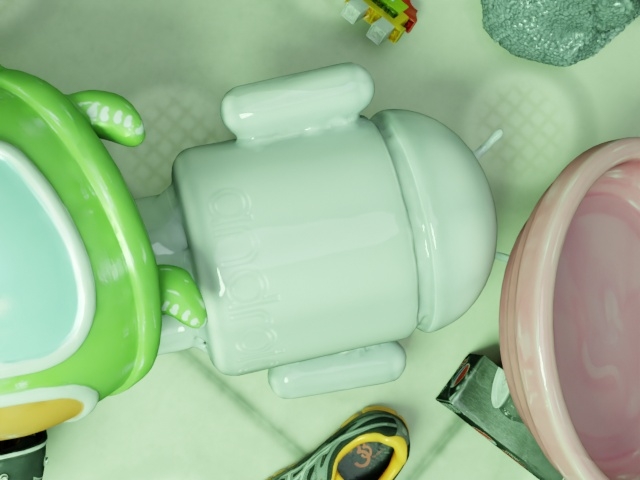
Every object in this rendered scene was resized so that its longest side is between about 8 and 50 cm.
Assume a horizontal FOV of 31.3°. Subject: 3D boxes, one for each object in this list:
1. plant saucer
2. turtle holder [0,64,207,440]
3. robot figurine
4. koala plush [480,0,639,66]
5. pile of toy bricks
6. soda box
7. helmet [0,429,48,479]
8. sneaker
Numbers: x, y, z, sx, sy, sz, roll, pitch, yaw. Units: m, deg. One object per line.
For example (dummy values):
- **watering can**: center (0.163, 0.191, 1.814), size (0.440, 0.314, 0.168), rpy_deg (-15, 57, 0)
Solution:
- **plant saucer**: center (0.269, 0.076, 1.020), size (0.332, 0.084, 0.332), rpy_deg (4, 84, -42)
- **turtle holder**: center (-0.249, -0.008, 0.800), size (0.227, 0.243, 0.320), rpy_deg (-28, 123, -39)
- **robot figurine**: center (0.000, 0.000, 0.987), size (0.354, 0.200, 0.299), rpy_deg (-13, 116, -8)
- **koala plush**: center (0.251, -0.264, 1.024), size (0.196, 0.221, 0.203), rpy_deg (44, 83, -4)
- **pile of toy bricks**: center (0.024, -0.294, 1.067), size (0.212, 0.118, 0.105), rpy_deg (41, 44, 6)
- **soda box**: center (0.196, 0.179, 1.079), size (0.169, 0.053, 0.060), rpy_deg (38, 83, -5)
- **helmet**: center (-0.304, 0.171, 0.924), size (0.169, 0.169, 0.161), rpy_deg (-20, 72, -8)
- **sneaker**: center (-0.001, 0.235, 1.035), size (0.084, 0.083, 0.215), rpy_deg (44, 84, -5)
